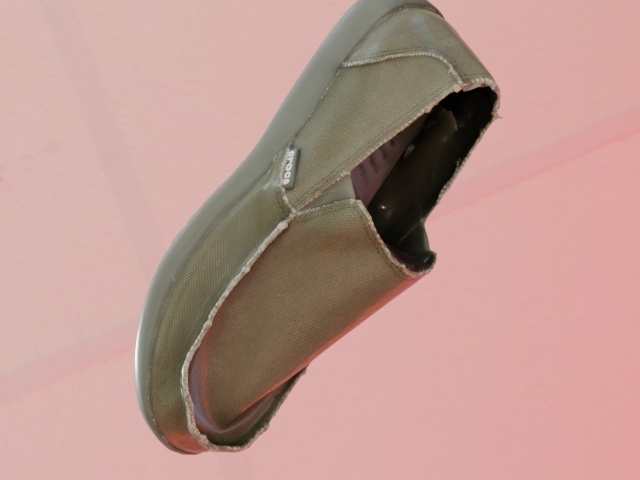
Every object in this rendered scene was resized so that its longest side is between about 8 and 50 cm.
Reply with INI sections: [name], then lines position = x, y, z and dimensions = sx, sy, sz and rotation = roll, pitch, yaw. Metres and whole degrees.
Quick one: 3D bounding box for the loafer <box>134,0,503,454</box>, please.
[loafer]
position = 0.000, 0.000, 0.796
dimensions = 0.094, 0.087, 0.251
rotation = 24, -83, -50
